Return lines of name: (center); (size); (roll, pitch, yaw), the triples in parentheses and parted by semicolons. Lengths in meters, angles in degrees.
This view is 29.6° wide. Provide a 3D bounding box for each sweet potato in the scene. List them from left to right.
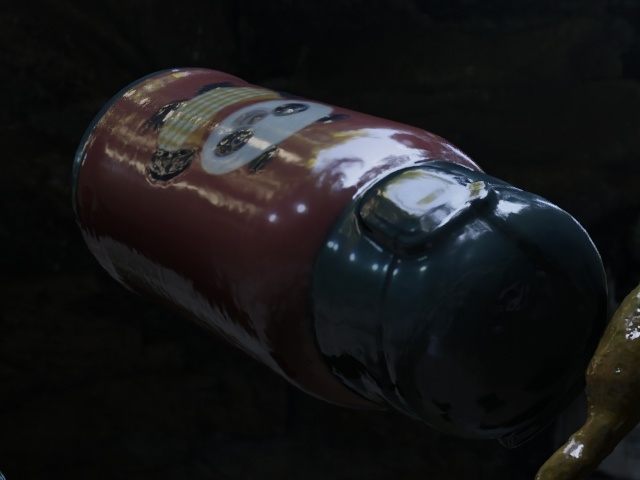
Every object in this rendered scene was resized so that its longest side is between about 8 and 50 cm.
sweet potato: (0.275, 0.140, 1.120); (0.074, 0.270, 0.075); (29, -12, 7)

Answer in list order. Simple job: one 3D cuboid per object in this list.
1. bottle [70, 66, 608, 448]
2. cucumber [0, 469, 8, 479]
bottle: (0.000, 0.000, 0.607); (0.144, 0.144, 0.336); (23, 0, -35)
cucumber: (-0.306, 0.083, 0.769); (0.293, 0.067, 0.067); (43, -24, 6)
